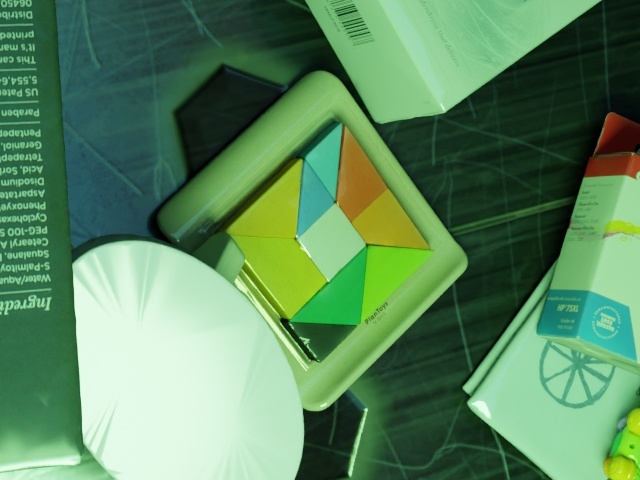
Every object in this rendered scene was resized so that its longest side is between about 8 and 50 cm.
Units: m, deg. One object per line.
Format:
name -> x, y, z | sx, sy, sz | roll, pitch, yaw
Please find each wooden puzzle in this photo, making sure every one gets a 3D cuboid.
wooden puzzle -> 0.000, 0.000, 1.787 | 0.221, 0.044, 0.239 | -44, 106, -19

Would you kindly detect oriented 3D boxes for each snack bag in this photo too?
snack bag -> 0.344, 0.134, 1.950 | 0.342, 0.037, 0.323 | 42, 74, -18

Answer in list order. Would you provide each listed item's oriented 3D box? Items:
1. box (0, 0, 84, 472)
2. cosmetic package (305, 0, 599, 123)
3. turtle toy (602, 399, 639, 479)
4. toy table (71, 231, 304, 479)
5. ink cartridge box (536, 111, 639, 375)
box -> -0.331, -0.027, 1.496 | 0.212, 0.293, 0.396 | -5, 91, -24
cosmetic package -> 0.109, -0.262, 1.789 | 0.224, 0.138, 0.224 | -37, 104, -22
turtle toy -> 0.318, 0.194, 1.883 | 0.095, 0.066, 0.130 | 27, 79, -21
toy table -> -0.144, 0.100, 1.635 | 0.252, 0.161, 0.274 | -29, 113, -14
ink cartridge box -> 0.309, 0.004, 1.872 | 0.134, 0.078, 0.231 | 21, 81, -23
